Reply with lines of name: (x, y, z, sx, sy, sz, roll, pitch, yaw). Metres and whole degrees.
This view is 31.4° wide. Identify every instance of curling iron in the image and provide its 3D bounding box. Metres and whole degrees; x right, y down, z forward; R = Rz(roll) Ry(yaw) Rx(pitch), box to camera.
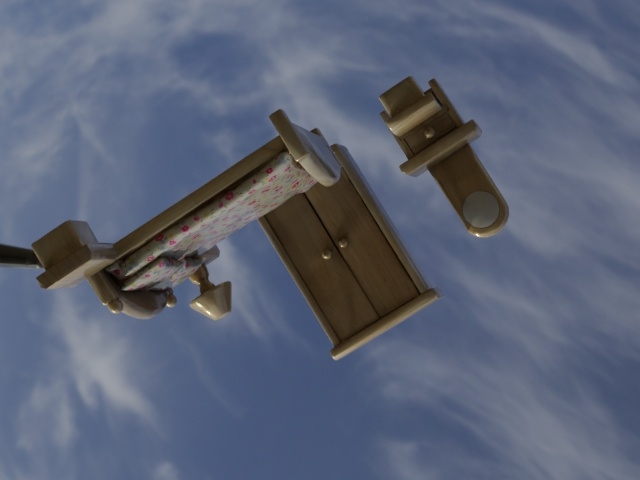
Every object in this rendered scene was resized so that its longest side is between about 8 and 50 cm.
curling iron: (-0.370, 0.023, 1.190, 0.274, 0.035, 0.068, -5, -76, 38)

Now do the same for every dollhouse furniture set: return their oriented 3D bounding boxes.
dollhouse furniture set: (0.000, 0.000, 0.913, 0.303, 0.355, 0.173, -33, -97, 11)
